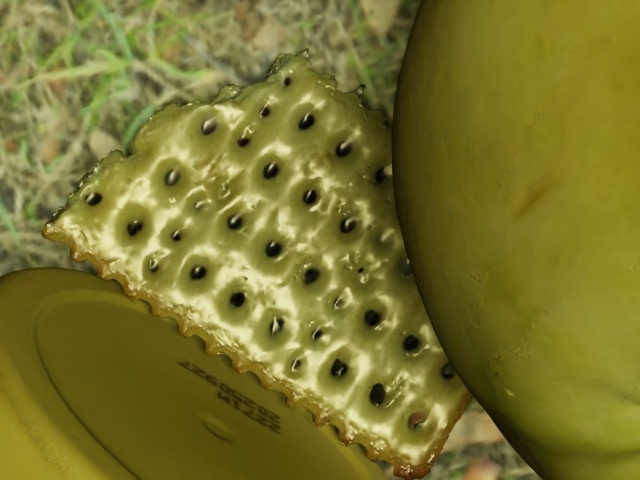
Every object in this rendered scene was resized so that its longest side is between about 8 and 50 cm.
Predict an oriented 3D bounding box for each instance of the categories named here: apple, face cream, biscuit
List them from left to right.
[{"bbox_3d":[-0.091,0.144,0.485,0.218,0.218,0.179,35,101,-3],"label":"face cream"},{"bbox_3d":[0.000,0.000,0.527,0.203,0.016,0.144,36,81,-5],"label":"biscuit"},{"bbox_3d":[0.149,-0.016,0.415,0.263,0.262,0.262,1,102,4],"label":"apple"}]
